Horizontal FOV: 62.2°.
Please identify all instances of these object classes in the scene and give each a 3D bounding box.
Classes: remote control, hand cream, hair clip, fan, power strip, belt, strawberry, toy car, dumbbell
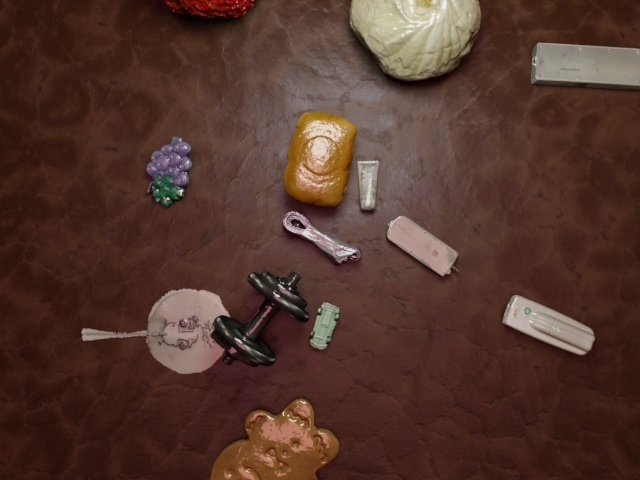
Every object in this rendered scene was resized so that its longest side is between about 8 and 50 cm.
[{"bbox_3d":[0.602,0.226,1.398,0.230,0.049,0.090,23,85,4],"label":"remote control"},{"bbox_3d":[0.127,-0.150,1.445,0.061,0.039,0.143,0,77,8],"label":"hand cream"},{"bbox_3d":[-0.415,-0.189,1.459,0.124,0.052,0.195,14,95,10],"label":"hair clip"},{"bbox_3d":[-0.445,0.253,1.442,0.415,0.012,0.232,-5,86,1],"label":"fan"},{"bbox_3d":[0.753,-0.469,1.440,0.368,0.043,0.106,5,87,2],"label":"power strip"},{"bbox_3d":[0.277,0.018,1.430,0.227,0.029,0.080,36,86,4],"label":"power strip"},{"bbox_3d":[0.000,0.000,1.427,0.232,0.053,0.071,29,80,3],"label":"belt"},{"bbox_3d":[-0.289,-0.705,1.332,0.312,0.351,0.267,-28,94,-6],"label":"strawberry"},{"bbox_3d":[0.011,0.230,1.421,0.059,0.035,0.121,18,96,3],"label":"toy car"},{"bbox_3d":[-0.148,0.199,1.350,0.192,0.192,0.290,38,88,3],"label":"dumbbell"}]

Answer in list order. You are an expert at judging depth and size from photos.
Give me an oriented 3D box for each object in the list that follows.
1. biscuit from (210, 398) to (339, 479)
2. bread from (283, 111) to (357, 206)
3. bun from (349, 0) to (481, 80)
[{"bbox_3d":[-0.129,0.584,1.395,0.355,0.052,0.275,-35,86,-2],"label":"biscuit"},{"bbox_3d":[-0.002,-0.211,1.407,0.174,0.121,0.245,14,85,4],"label":"bread"},{"bbox_3d":[0.251,-0.605,1.371,0.349,0.227,0.352,28,86,5],"label":"bun"}]
